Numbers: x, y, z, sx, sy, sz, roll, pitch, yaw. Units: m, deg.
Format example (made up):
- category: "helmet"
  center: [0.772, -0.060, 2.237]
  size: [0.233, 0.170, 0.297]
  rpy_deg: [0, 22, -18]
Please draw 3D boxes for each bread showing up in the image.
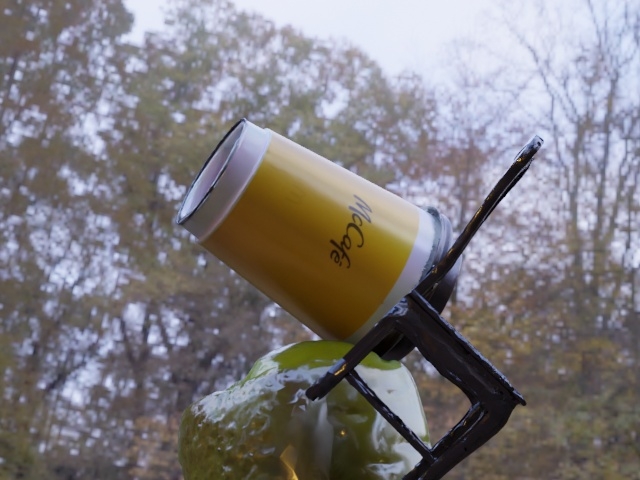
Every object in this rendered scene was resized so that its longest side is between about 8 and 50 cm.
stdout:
- category: "bread"
  center: [-0.005, 0.286, 1.013]
  size: [0.251, 0.376, 0.208]
  rpy_deg: [-19, -22, 23]

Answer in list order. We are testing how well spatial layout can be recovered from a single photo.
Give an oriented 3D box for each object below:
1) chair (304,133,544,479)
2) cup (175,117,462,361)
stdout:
- category: "chair"
  center: [0.101, 0.052, 0.703]
  size: [0.113, 0.229, 0.106]
  rpy_deg: [44, -2, 6]
- category: "cup"
  center: [0.000, 0.000, 1.120]
  size: [0.280, 0.196, 0.196]
  rpy_deg: [34, -32, -15]
